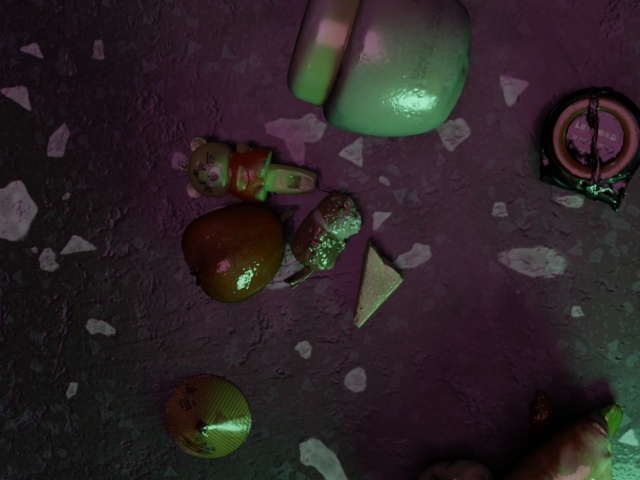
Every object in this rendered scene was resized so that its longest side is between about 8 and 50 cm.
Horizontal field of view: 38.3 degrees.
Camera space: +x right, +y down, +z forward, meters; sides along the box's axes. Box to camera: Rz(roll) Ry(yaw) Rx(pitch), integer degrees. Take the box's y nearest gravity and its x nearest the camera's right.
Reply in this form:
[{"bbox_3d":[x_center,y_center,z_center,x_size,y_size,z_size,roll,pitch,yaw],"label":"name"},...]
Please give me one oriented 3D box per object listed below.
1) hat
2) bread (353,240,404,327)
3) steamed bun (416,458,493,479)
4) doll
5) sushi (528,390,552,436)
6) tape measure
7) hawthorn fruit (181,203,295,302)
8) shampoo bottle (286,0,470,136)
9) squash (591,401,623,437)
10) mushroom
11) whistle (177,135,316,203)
[{"bbox_3d":[-0.250,0.392,1.987,0.193,0.082,0.193,1,98,7],"label":"hat"},{"bbox_3d":[0.090,0.090,1.910,0.105,0.077,0.152,42,97,-5],"label":"bread"},{"bbox_3d":[0.257,0.565,1.930,0.211,0.144,0.218,-11,97,-34],"label":"steamed bun"},{"bbox_3d":[0.001,0.003,1.893,0.115,0.105,0.221,36,103,37],"label":"doll"},{"bbox_3d":[0.457,0.366,1.930,0.047,0.050,0.099,13,89,10],"label":"sushi"},{"bbox_3d":[0.532,-0.189,1.802,0.202,0.135,0.223,20,97,13],"label":"tape measure"},{"bbox_3d":[-0.155,0.010,1.879,0.251,0.199,0.199,-33,94,-4],"label":"hawthorn fruit"},{"bbox_3d":[0.113,-0.355,1.722,0.317,0.322,0.322,15,99,-4],"label":"shampoo bottle"},{"bbox_3d":[0.546,0.429,1.919,0.069,0.069,0.239,35,100,0],"label":"squash"},{"bbox_3d":[0.435,0.520,1.814,0.313,0.224,0.397,3,95,8],"label":"mushroom"},{"bbox_3d":[-0.152,-0.135,1.889,0.288,0.106,0.131,9,106,5],"label":"whistle"}]
